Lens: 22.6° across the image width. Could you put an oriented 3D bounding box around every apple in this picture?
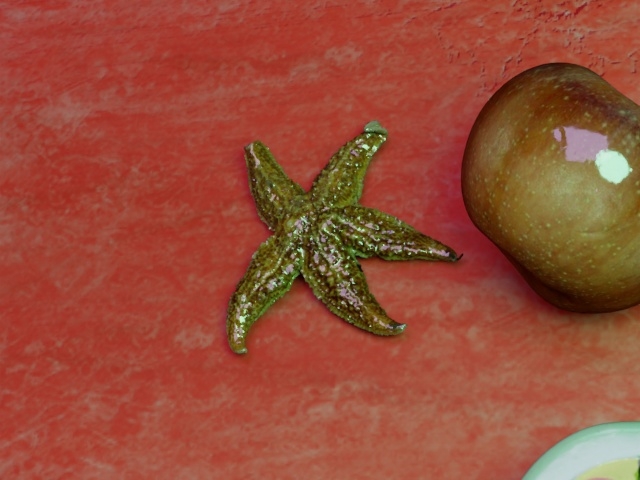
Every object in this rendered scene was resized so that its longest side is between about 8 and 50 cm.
[{"bbox_3d":[0.196,-0.034,1.217,0.201,0.201,0.162,42,100,32],"label":"apple"}]

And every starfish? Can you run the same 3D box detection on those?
[{"bbox_3d":[0.000,0.000,1.362,0.227,0.043,0.240,30,78,31],"label":"starfish"}]

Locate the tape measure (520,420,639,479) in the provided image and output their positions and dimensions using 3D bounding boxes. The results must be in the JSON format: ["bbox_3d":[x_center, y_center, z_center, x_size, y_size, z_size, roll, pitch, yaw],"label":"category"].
[{"bbox_3d":[0.161,0.242,1.132,0.351,0.098,0.215,-2,63,15],"label":"tape measure"}]
